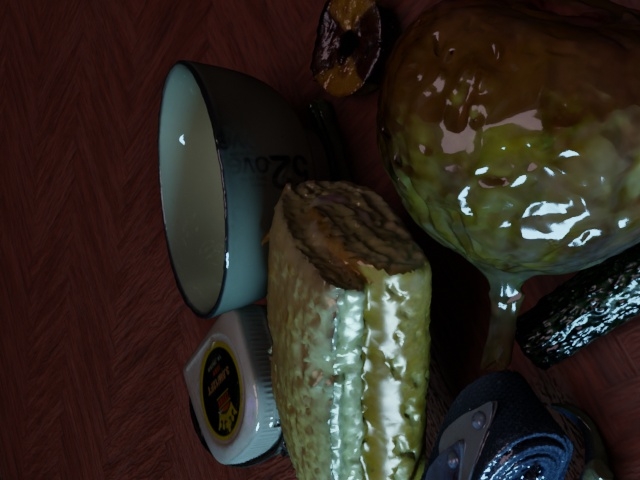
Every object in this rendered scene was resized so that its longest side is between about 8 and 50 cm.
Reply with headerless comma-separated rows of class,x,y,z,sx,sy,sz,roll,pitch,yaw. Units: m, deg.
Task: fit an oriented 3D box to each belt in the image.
belt,0.186,0.254,0.708,0.128,0.122,0.218,-117,33,-54

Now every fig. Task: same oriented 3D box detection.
fig,0.175,-0.034,0.619,0.286,0.286,0.368,34,123,42

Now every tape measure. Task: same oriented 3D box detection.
tape measure,-0.116,0.253,1.080,0.271,0.133,0.231,-48,51,41

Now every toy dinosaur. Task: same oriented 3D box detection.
toy dinosaur,0.270,0.307,0.691,0.188,0.075,0.247,114,149,-44

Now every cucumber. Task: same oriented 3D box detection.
cucumber,0.301,0.027,0.635,0.293,0.068,0.067,-48,58,38

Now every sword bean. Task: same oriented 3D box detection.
sword bean,0.026,-0.079,0.960,0.043,0.038,0.269,-17,79,22

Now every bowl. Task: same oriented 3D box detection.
bowl,-0.104,-0.074,0.963,0.354,0.185,0.353,174,90,-65

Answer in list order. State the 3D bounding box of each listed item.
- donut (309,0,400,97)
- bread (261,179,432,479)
donut,0.047,-0.261,0.904,0.140,0.059,0.140,3,95,48
bread,0.024,0.131,0.802,0.236,0.165,0.375,-125,27,-53
